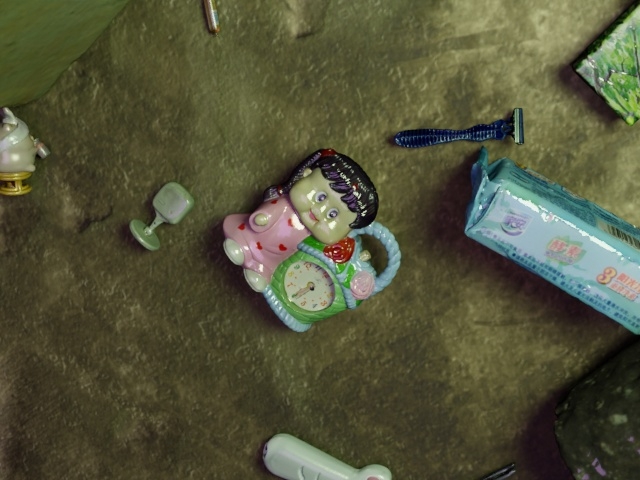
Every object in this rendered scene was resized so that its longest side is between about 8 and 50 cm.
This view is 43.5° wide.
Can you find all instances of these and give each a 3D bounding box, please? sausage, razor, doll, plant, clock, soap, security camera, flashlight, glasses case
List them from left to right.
[{"bbox_3d":[-0.422,-0.130,1.119,0.084,0.073,0.127,-4,111,-17],"label":"doll"},{"bbox_3d":[-0.212,-0.036,1.095,0.092,0.058,0.058,-41,91,10],"label":"security camera"},{"bbox_3d":[-0.142,-0.309,1.014,0.015,0.015,0.100,-7,102,18],"label":"sausage"},{"bbox_3d":[0.000,0.000,1.014,0.195,0.100,0.194,-36,97,24],"label":"clock"},{"bbox_3d":[0.011,0.331,1.124,0.200,0.047,0.093,23,110,8],"label":"flashlight"},{"bbox_3d":[0.166,-0.127,0.966,0.154,0.028,0.044,-4,84,18],"label":"razor"},{"bbox_3d":[0.287,0.003,0.899,0.293,0.156,0.077,30,113,7],"label":"soap"},{"bbox_3d":[0.399,-0.254,0.849,0.095,0.062,0.272,43,112,-5],"label":"glasses case"},{"bbox_3d":[0.434,0.180,0.904,0.320,0.194,0.182,-32,107,25],"label":"plant"}]

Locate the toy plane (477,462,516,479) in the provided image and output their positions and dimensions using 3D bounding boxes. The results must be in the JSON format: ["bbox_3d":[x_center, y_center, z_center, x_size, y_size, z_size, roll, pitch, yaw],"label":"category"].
[{"bbox_3d":[0.193,0.374,1.085,0.197,0.053,0.078,-31,86,20],"label":"toy plane"}]

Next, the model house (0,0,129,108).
[{"bbox_3d":[-0.457,-0.336,0.902,0.334,0.382,0.343,-40,93,21],"label":"model house"}]
